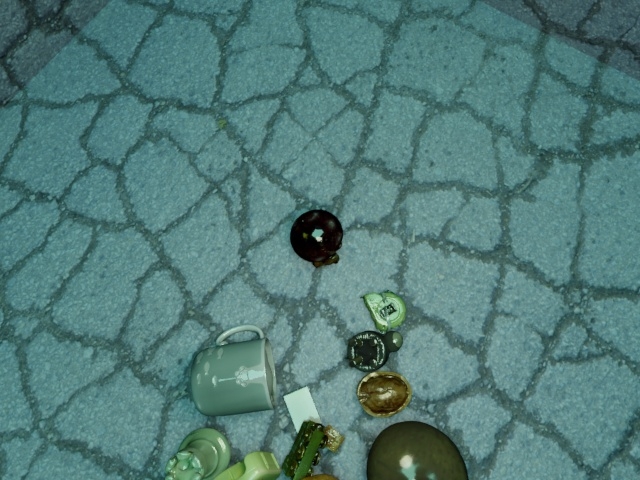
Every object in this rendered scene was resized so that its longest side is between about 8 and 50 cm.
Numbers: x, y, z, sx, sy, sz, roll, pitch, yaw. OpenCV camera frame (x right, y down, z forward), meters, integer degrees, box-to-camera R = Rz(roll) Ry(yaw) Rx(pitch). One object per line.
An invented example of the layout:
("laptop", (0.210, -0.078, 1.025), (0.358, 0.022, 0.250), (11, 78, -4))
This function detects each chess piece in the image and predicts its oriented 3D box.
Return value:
("chess piece", (-0.428, 0.762, 1.477), (0.195, 0.299, 0.194), (0, 73, 0))

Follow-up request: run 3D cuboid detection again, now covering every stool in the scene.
("stool", (0.194, 0.407, 1.643), (0.228, 0.139, 0.153), (-46, 69, 6))

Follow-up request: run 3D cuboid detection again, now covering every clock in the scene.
("clock", (-0.298, 0.858, 1.491), (0.308, 0.235, 0.096), (-35, 60, -5))

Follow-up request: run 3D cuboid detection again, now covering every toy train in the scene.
("toy train", (-0.056, 0.758, 1.552), (0.090, 0.137, 0.225), (29, 79, -14))

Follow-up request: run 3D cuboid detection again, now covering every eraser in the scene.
("eraser", (-0.068, 0.648, 1.654), (0.104, 0.023, 0.150), (-22, 75, -6))

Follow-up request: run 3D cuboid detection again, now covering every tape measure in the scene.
("tape measure", (0.265, 0.281, 1.729), (0.154, 0.087, 0.177), (-22, 77, -6))

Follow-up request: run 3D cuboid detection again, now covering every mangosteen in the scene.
("mangosteen", (0.000, 0.000, 1.759), (0.228, 0.228, 0.265), (-44, 116, -11))

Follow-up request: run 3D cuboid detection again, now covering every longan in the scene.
("longan", (0.328, 0.801, 1.454), (0.362, 0.361, 0.360), (0, 74, 0))

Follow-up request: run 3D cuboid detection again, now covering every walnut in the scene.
("walnut", (0.237, 0.581, 1.641), (0.212, 0.087, 0.166), (0, 79, -5))

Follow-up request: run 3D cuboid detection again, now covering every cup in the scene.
("cup", (-0.322, 0.470, 1.611), (0.275, 0.259, 0.356), (-9, 43, -2))

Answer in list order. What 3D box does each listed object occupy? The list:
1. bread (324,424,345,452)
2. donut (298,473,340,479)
("bread", (0.040, 0.737, 1.601), (0.083, 0.076, 0.070), (33, 73, 8))
("donut", (-0.004, 0.955, 1.446), (0.299, 0.150, 0.317), (29, 99, -12))
